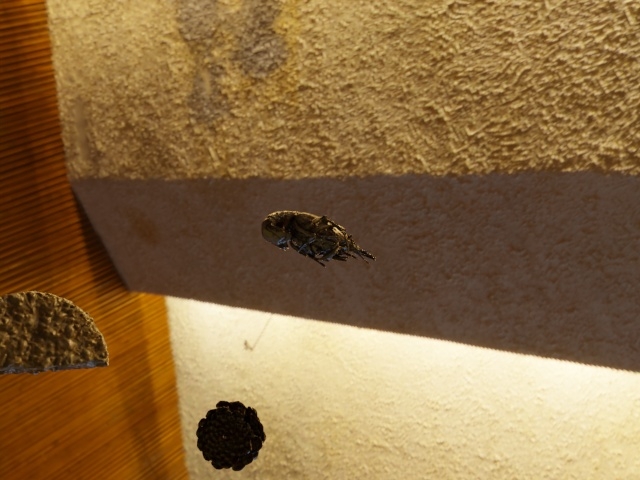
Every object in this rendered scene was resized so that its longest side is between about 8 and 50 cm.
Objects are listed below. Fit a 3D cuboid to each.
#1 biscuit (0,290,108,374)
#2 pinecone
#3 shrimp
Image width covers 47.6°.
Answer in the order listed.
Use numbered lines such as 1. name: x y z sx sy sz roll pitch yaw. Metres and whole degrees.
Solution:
1. biscuit: -0.541 0.175 1.359 0.084 0.281 0.179 119 -30 -47
2. pinecone: -0.175 0.386 1.447 0.140 0.140 0.121 56 -1 4
3. shrimp: 0.000 0.000 0.991 0.165 0.065 0.056 21 -42 0
